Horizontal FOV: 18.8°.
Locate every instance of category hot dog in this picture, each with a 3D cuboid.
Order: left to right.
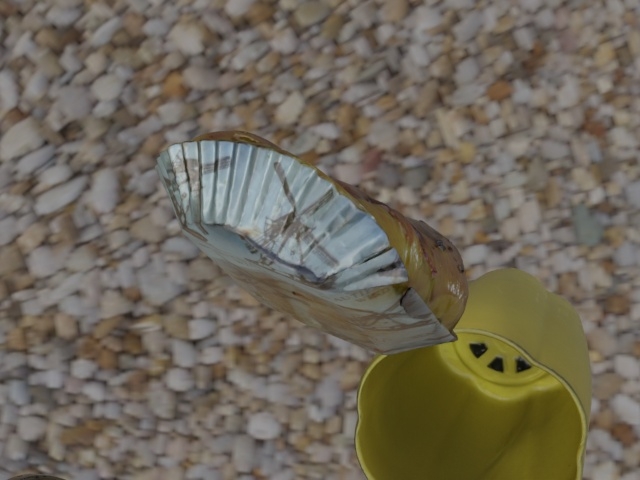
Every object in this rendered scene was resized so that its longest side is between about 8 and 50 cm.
[{"bbox_3d":[0.000,0.000,1.101,0.162,0.270,0.082,19,82,17],"label":"hot dog"}]

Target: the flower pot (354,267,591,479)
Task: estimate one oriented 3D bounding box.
[{"bbox_3d":[0.138,0.120,1.596,0.195,0.179,0.195,6,116,13],"label":"flower pot"}]

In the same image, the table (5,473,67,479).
[{"bbox_3d":[-0.263,0.206,1.175,0.167,0.227,0.167,-15,108,-54],"label":"table"}]
